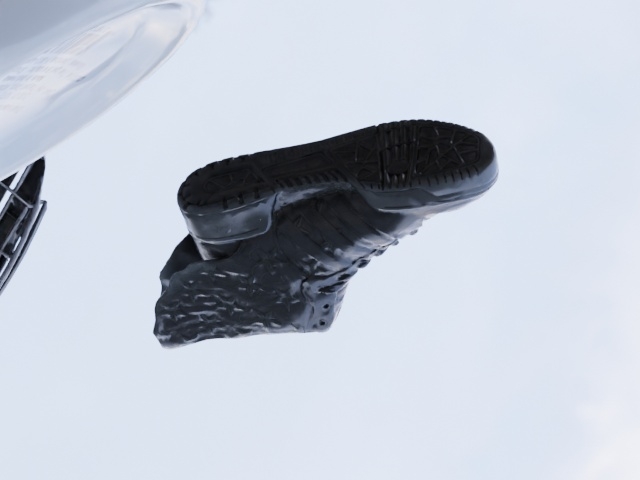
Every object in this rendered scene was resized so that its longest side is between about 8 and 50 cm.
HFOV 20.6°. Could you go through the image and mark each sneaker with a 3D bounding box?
[{"bbox_3d":[0.000,0.002,0.792,0.170,0.089,0.051,-8,-142,9],"label":"sneaker"}]

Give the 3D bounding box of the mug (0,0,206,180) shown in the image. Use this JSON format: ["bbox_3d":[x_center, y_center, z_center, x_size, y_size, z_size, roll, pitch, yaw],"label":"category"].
[{"bbox_3d":[-0.204,-0.184,0.636,0.276,0.374,0.328,-34,-93,1],"label":"mug"}]

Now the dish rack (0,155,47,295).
[{"bbox_3d":[-0.272,-0.068,1.015,0.271,0.074,0.208,40,-59,7],"label":"dish rack"}]
